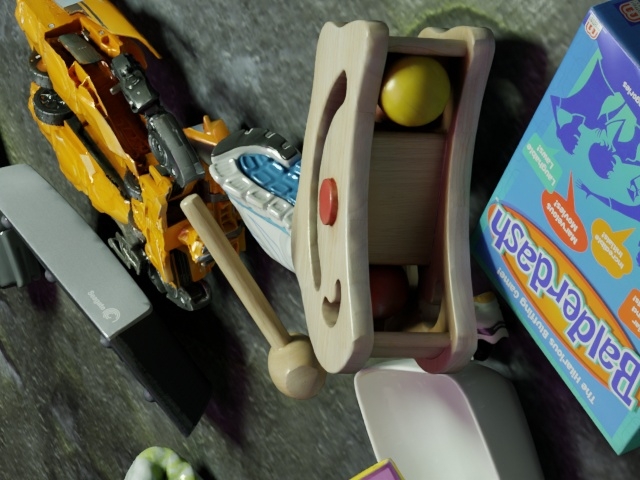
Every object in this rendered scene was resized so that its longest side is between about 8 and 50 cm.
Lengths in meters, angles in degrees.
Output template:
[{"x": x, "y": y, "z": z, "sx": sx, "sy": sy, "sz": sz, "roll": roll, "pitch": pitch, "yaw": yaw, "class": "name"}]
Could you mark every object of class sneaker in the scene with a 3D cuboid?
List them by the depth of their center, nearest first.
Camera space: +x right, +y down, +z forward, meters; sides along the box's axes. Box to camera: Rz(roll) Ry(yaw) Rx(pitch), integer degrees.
[{"x": 0.092, "y": 0.064, "z": 1.147, "sx": 0.037, "sy": 0.032, "sz": 0.083, "roll": 64, "pitch": 150, "yaw": 11, "class": "sneaker"}, {"x": 0.000, "y": 0.000, "z": 1.243, "sx": 0.191, "sy": 0.071, "sz": 0.083, "roll": 46, "pitch": 163, "yaw": 35, "class": "sneaker"}]

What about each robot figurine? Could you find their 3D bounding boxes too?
[{"x": -0.147, "y": -0.083, "z": 1.387, "sx": 0.291, "sy": 0.085, "sz": 0.211, "roll": 48, "pitch": 152, "yaw": 35, "class": "robot figurine"}]

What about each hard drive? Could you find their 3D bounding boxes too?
[{"x": -0.189, "y": 0.042, "z": 1.511, "sx": 0.254, "sy": 0.054, "sz": 0.172, "roll": 44, "pitch": 169, "yaw": 42, "class": "hard drive"}]

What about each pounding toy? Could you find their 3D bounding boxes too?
[{"x": 0.007, "y": -0.005, "z": 1.057, "sx": 0.154, "sy": 0.155, "sz": 0.269, "roll": -119, "pitch": 34, "yaw": -61, "class": "pounding toy"}]

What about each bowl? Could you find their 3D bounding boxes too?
[{"x": 0.092, "y": 0.138, "z": 1.164, "sx": 0.142, "sy": 0.053, "sz": 0.142, "roll": -5, "pitch": 106, "yaw": 59, "class": "bowl"}]

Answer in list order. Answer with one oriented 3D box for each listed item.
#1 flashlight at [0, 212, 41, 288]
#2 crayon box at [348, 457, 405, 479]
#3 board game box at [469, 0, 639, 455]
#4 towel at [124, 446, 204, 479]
[{"x": -0.353, "y": -0.095, "z": 1.719, "sx": 0.103, "sy": 0.103, "sz": 0.304, "roll": -10, "pitch": 97, "yaw": 57, "class": "flashlight"}, {"x": 0.064, "y": 0.370, "z": 1.246, "sx": 0.363, "sy": 0.106, "sz": 0.313, "roll": 56, "pitch": 153, "yaw": 12, "class": "crayon box"}, {"x": 0.169, "y": -0.005, "z": 0.962, "sx": 0.160, "sy": 0.047, "sz": 0.210, "roll": 55, "pitch": 148, "yaw": 25, "class": "board game box"}, {"x": -0.095, "y": 0.409, "z": 1.611, "sx": 0.374, "sy": 0.090, "sz": 0.320, "roll": 57, "pitch": 145, "yaw": 22, "class": "towel"}]
